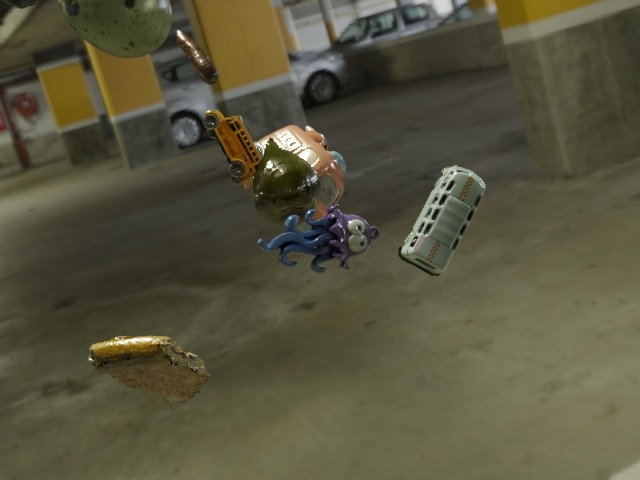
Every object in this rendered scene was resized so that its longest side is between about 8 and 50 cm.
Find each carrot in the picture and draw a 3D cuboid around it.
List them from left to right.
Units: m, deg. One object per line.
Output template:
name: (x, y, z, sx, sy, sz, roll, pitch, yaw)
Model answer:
carrot: (-0.226, -0.337, 1.689, 0.035, 0.036, 0.165, -20, 53, -19)

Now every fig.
fig: (-0.056, -0.117, 1.651, 0.126, 0.185, 0.133, -7, -30, 28)

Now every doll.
doll: (0.000, 0.000, 1.504, 0.205, 0.110, 0.067, -9, 2, -15)

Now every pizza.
pizza: (-0.241, 0.188, 1.416, 0.147, 0.069, 0.226, -18, -31, 27)

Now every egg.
egg: (-0.413, -0.464, 1.884, 0.228, 0.177, 0.177, 14, 3, -17)

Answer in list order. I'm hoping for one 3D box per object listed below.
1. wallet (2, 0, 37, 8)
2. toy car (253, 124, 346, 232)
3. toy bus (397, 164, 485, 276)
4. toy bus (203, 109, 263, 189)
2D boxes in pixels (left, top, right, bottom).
wallet: (-0.447, -0.395, 1.066, 0.044, 0.321, 0.171, 130, 163, -67)
toy car: (-0.052, -0.161, 2.254, 0.212, 0.180, 0.270, -37, 50, 0)
toy bus: (0.216, -0.038, 1.600, 0.194, 0.087, 0.089, -61, 5, -4)
toy bus: (-0.165, -0.184, 1.798, 0.074, 0.162, 0.069, -28, -9, -6)
